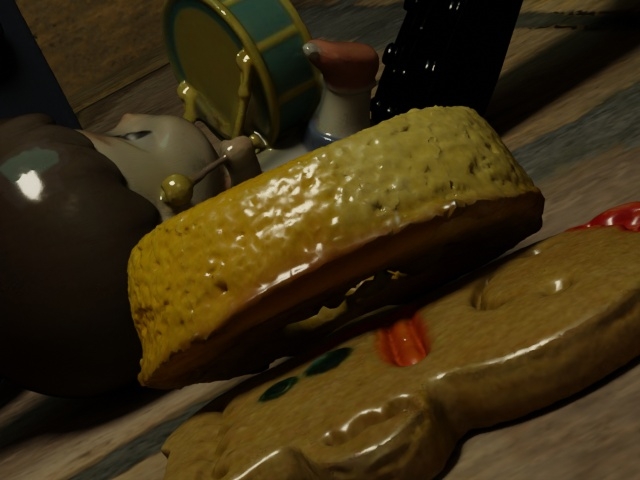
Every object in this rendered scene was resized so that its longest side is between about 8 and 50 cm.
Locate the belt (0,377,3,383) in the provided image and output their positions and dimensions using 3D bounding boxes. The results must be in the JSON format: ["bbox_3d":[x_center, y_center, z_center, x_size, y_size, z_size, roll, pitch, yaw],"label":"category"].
[{"bbox_3d":[-0.255,0.047,1.059,0.198,0.078,0.151,-25,54,-5],"label":"belt"}]

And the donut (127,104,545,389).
[{"bbox_3d":[0.000,0.000,0.786,0.178,0.065,0.162,-22,-10,-8],"label":"donut"}]

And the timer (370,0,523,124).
[{"bbox_3d":[0.088,-0.139,1.116,0.144,0.055,0.187,-130,62,-76],"label":"timer"}]

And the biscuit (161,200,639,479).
[{"bbox_3d":[0.040,0.043,0.709,0.225,0.036,0.166,-25,11,8],"label":"biscuit"}]

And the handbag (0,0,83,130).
[{"bbox_3d":[-0.305,-0.026,1.170,0.325,0.269,0.118,-32,15,-17],"label":"handbag"}]

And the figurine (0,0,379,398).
[{"bbox_3d":[-0.099,-0.016,0.954,0.275,0.158,0.161,-34,4,-29],"label":"figurine"}]
